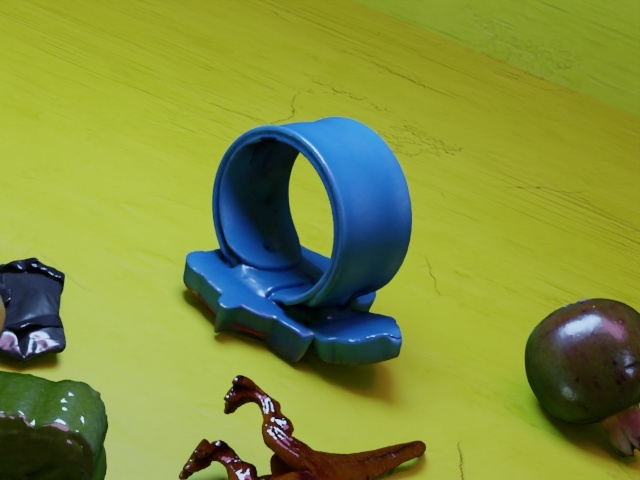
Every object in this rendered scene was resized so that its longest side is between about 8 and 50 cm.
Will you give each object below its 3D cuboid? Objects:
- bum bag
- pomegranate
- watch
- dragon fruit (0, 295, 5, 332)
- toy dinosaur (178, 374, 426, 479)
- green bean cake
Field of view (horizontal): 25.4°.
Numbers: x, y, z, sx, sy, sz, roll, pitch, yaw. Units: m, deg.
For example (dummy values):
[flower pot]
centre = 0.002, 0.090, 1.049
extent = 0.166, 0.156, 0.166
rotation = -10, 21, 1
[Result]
[bum bag]
centre = -0.338, 0.074, 1.646
extent = 0.087, 0.049, 0.197
rotation = 6, 30, -15
[pomegranate]
centre = 0.357, 0.178, 1.818
extent = 0.180, 0.180, 0.209
rotation = -10, 75, -44
[watch]
centre = 0.000, 0.000, 1.764
extent = 0.305, 0.274, 0.241
rotation = 32, 28, 34
[dragon fruit]
centre = -0.428, 0.064, 1.411
extent = 0.224, 0.227, 0.224
rotation = -11, 46, 11
[toy dinosaur]
centre = -0.029, 0.237, 1.499
extent = 0.208, 0.097, 0.432
rotation = 39, 33, 7
[green bean cake]
centre = -0.313, 0.218, 1.207
extent = 0.248, 0.222, 0.125
rotation = 12, 20, -2
